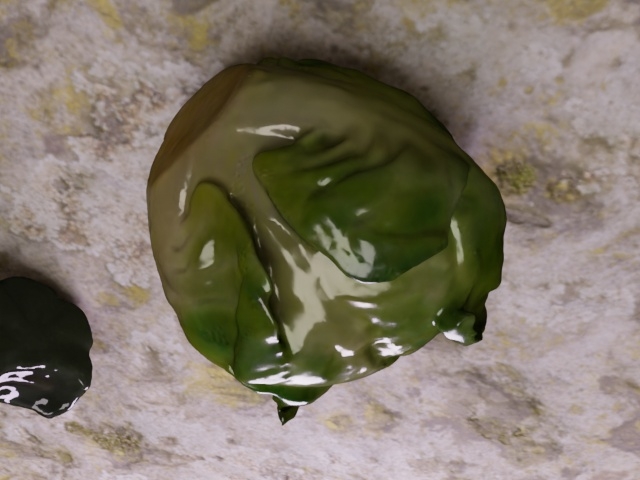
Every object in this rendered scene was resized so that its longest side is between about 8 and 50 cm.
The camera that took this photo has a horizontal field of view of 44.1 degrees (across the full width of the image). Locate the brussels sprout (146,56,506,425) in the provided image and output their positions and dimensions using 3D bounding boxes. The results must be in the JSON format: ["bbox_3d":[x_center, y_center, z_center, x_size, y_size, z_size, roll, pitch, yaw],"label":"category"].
[{"bbox_3d":[0.001,-0.002,0.625,0.294,0.227,0.259,42,111,-14],"label":"brussels sprout"}]

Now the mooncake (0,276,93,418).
[{"bbox_3d":[-0.325,0.120,0.831,0.104,0.175,0.168,-27,95,30],"label":"mooncake"}]
